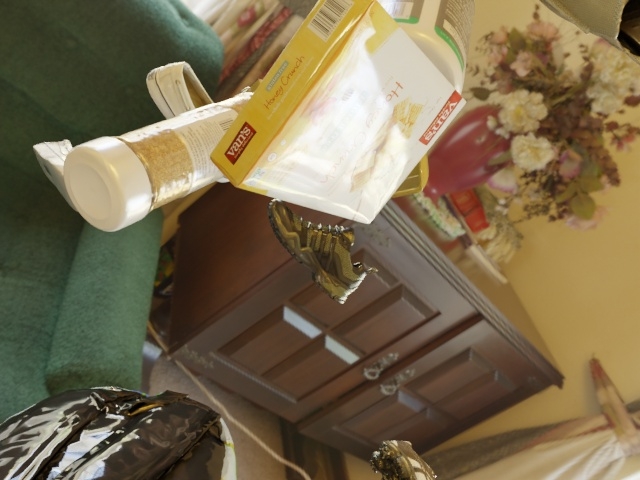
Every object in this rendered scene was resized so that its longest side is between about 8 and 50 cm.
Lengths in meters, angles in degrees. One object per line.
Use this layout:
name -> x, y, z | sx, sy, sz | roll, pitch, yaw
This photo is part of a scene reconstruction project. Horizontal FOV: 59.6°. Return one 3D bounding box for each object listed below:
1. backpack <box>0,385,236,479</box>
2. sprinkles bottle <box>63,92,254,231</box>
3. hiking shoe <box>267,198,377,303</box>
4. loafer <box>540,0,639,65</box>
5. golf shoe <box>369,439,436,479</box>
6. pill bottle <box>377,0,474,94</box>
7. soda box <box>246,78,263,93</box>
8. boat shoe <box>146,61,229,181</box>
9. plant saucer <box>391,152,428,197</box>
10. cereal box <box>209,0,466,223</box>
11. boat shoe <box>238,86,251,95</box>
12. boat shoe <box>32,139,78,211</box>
backpack -> -0.204, 0.263, 0.436 | 0.355, 0.290, 0.273 | -74, 165, -56
sprinkles bottle -> -0.207, -0.133, 0.860 | 0.121, 0.121, 0.355 | 53, 41, 0
hiking shoe -> 0.000, 0.000, 1.001 | 0.227, 0.114, 0.086 | 51, -6, -16
loafer -> 0.258, -0.209, 0.456 | 0.268, 0.102, 0.092 | 50, 25, 21
golf shoe -> 0.169, 0.411, 0.909 | 0.094, 0.077, 0.198 | 2, 47, -47
pill bottle -> 0.159, -0.366, 0.970 | 0.204, 0.204, 0.361 | 43, 47, -29
soda box -> -0.120, -0.301, 1.378 | 0.061, 0.058, 0.181 | -7, 73, -48
boat shoe -> -0.287, -0.313, 1.480 | 0.136, 0.156, 0.367 | -78, 147, -46
plant saucer -> 0.130, -0.253, 1.309 | 0.081, 0.333, 0.333 | -3, 87, -37
cereal box -> 0.033, -0.105, 0.516 | 0.047, 0.173, 0.240 | 46, 18, 26
boat shoe -> -0.164, -0.357, 1.738 | 0.335, 0.112, 0.095 | 52, 11, -48
boat shoe -> -0.477, -0.140, 1.079 | 0.258, 0.084, 0.095 | 38, -35, 38
